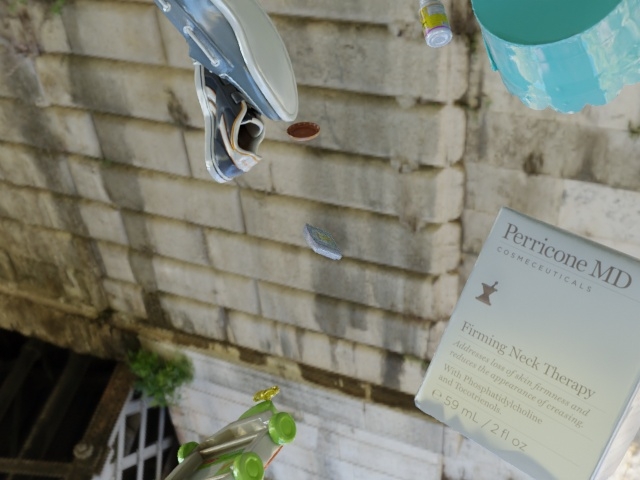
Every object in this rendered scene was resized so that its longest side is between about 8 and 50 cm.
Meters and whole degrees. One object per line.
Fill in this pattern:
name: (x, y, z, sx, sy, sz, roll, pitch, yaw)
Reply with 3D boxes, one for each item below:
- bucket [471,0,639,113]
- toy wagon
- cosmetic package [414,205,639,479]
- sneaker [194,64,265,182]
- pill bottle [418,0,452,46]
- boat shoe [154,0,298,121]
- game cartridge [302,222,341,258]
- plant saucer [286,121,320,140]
bucket: (0.368, -0.352, 1.109, 0.281, 0.183, 0.281, -12, -114, 28)
toy wagon: (-0.161, 0.381, 1.334, 0.267, 0.068, 0.344, -26, -172, 34)
cosmetic package: (0.437, 0.192, 1.343, 0.329, 0.394, 0.327, 27, -172, 32)
sneaker: (-0.197, -0.295, 1.684, 0.127, 0.126, 0.321, -18, -108, 24)
pill bottle: (0.185, -0.360, 1.206, 0.043, 0.043, 0.083, -8, -114, -3)
boat shoe: (-0.137, -0.283, 0.989, 0.099, 0.319, 0.116, -16, -141, 26)
game cartridge: (0.000, 0.000, 1.241, 0.056, 0.017, 0.083, 17, -158, -26)
plant saucer: (-0.042, -0.269, 1.836, 0.083, 0.013, 0.083, -3, -144, 2)
